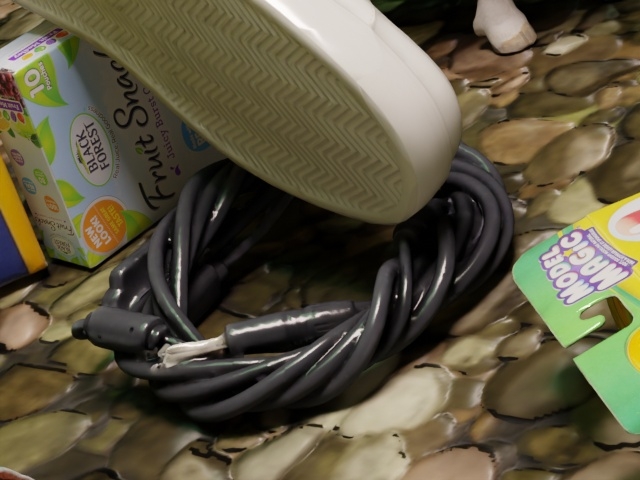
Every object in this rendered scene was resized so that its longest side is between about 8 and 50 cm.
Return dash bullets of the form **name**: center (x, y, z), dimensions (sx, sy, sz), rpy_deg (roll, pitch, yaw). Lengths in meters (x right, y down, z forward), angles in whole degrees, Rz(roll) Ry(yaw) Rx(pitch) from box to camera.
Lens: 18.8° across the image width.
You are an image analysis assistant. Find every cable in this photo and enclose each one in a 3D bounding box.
- **cable**: center (0.000, 0.000, 0.750), dimensions (0.150, 0.047, 0.184), rpy_deg (10, 39, 47)

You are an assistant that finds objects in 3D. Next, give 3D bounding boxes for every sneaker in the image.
- **sneaker**: center (-0.013, -0.129, 0.786), dimensions (0.169, 0.108, 0.292), rpy_deg (-34, 51, -26)

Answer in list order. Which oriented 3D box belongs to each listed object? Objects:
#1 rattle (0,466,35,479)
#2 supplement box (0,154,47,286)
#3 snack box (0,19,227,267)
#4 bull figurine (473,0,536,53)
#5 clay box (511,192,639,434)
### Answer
- **rattle**: center (-0.145, 0.027, 0.602), dimensions (0.199, 0.143, 0.130), rpy_deg (12, -18, -12)
- **supplement box**: center (-0.288, -0.129, 0.853), dimensions (0.194, 0.357, 0.195), rpy_deg (-25, 26, -7)
- **snack box**: center (-0.079, -0.067, 0.875), dimensions (0.037, 0.100, 0.141), rpy_deg (12, 40, 46)
- **bull figurine**: center (0.047, -0.185, 0.910), dimensions (0.310, 0.188, 0.101), rpy_deg (6, 37, 43)
- **clay box**: center (0.181, 0.005, 0.600), dimensions (0.222, 0.053, 0.127), rpy_deg (-23, 26, -2)
